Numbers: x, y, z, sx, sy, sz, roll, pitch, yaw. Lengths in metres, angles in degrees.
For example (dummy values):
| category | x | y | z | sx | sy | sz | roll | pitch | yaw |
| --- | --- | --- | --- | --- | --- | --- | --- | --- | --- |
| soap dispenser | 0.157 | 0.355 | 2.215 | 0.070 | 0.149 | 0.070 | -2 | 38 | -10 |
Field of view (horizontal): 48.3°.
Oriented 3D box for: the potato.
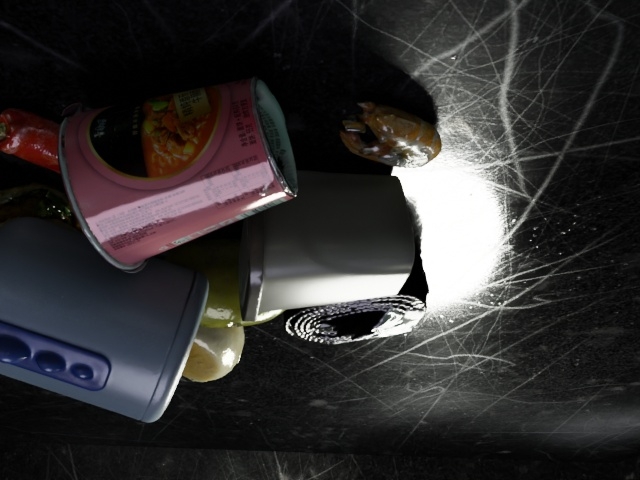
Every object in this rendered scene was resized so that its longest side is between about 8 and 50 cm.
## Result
| category | x | y | z | sx | sy | sz | roll | pitch | yaw |
| --- | --- | --- | --- | --- | --- | --- | --- | --- | --- |
| potato | -0.163 | 0.075 | 1.275 | 0.228 | 0.197 | 0.148 | -16 | 145 | -42 |

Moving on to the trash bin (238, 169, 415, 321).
| category | x | y | z | sx | sy | sz | roll | pitch | yaw |
| --- | --- | --- | --- | --- | --- | --- | --- | --- | --- |
| trash bin | 0.000 | 0.000 | 1.118 | 0.250 | 0.219 | 0.220 | -2 | 154 | -11 |

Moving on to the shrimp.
| category | x | y | z | sx | sy | sz | roll | pitch | yaw |
| --- | --- | --- | --- | --- | --- | --- | --- | --- | --- |
| shrimp | 0.091 | -0.141 | 1.020 | 0.132 | 0.051 | 0.187 | -23 | 147 | 35 |

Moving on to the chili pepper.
| category | x | y | z | sx | sy | sz | roll | pitch | yaw |
| --- | --- | --- | --- | --- | --- | --- | --- | --- | --- |
| chili pepper | -0.393 | -0.138 | 1.000 | 0.123 | 0.073 | 0.070 | 27 | 99 | -44 |

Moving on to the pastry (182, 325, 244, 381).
| category | x | y | z | sx | sy | sz | roll | pitch | yaw |
| --- | --- | --- | --- | --- | --- | --- | --- | --- | --- |
| pastry | -0.278 | 0.186 | 1.482 | 0.265 | 0.133 | 0.264 | 13 | 145 | 10 |

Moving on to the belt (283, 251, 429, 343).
| category | x | y | z | sx | sy | sz | roll | pitch | yaw |
| --- | --- | --- | --- | --- | --- | --- | --- | --- | --- |
| belt | 0.068 | 0.120 | 1.384 | 0.289 | 0.164 | 0.184 | -13 | 144 | 15 |

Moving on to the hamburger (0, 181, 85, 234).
| category | x | y | z | sx | sy | sz | roll | pitch | yaw |
| --- | --- | --- | --- | --- | --- | --- | --- | --- | --- |
| hamburger | -0.470 | -0.011 | 1.198 | 0.183 | 0.130 | 0.206 | -14 | 131 | 18 |

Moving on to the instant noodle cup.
| category | x | y | z | sx | sy | sz | roll | pitch | yaw |
| --- | --- | --- | --- | --- | --- | --- | --- | --- | --- |
| instant noodle cup | -0.171 | -0.101 | 0.943 | 0.255 | 0.243 | 0.244 | -17 | 149 | 10 |

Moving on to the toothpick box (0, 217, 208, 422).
| category | x | y | z | sx | sy | sz | roll | pitch | yaw |
| --- | --- | --- | --- | --- | --- | --- | --- | --- | --- |
| toothpick box | -0.366 | 0.110 | 1.038 | 0.355 | 0.263 | 0.263 | 21 | 147 | -10 |
